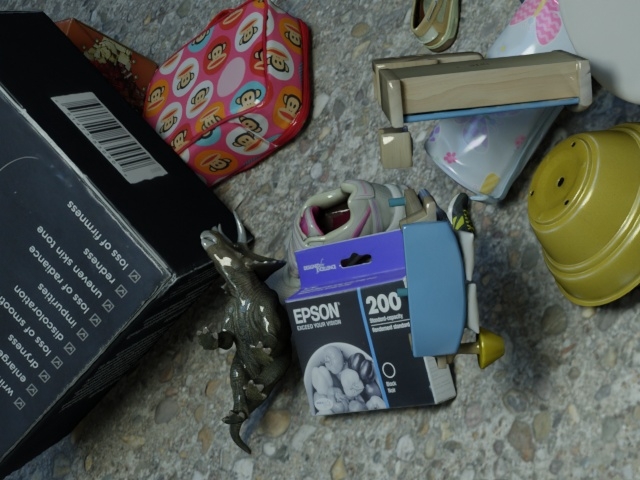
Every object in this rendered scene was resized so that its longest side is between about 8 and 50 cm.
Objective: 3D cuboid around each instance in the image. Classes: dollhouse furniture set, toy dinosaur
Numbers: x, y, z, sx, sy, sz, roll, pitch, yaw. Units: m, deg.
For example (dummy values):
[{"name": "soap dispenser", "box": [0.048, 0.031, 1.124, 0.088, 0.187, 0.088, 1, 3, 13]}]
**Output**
[{"name": "dollhouse furniture set", "box": [0.173, -0.043, 1.417, 0.286, 0.198, 0.303, -96, 1, -77]}, {"name": "toy dinosaur", "box": [-0.077, 0.134, 1.673, 0.121, 0.314, 0.160, 0, 30, 24]}]

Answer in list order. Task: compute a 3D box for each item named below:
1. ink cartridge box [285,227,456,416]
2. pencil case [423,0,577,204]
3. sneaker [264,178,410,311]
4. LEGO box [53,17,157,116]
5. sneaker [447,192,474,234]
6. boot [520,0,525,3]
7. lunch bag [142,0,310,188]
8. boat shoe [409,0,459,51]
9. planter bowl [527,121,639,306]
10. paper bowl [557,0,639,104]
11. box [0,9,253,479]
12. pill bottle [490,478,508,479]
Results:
[{"name": "ink cartridge box", "box": [0.049, 0.100, 1.577, 0.206, 0.045, 0.208, -13, 90, 44]}, {"name": "pencil case", "box": [0.240, -0.175, 1.534, 0.124, 0.113, 0.273, 42, 104, 19]}, {"name": "sneaker", "box": [0.000, 0.000, 1.702, 0.252, 0.111, 0.103, -44, 43, 23]}, {"name": "LEGO box", "box": [-0.548, -0.159, 2.322, 0.500, 0.193, 0.373, -1, 70, 47]}, {"name": "sneaker", "box": [0.172, -0.017, 1.592, 0.035, 0.031, 0.083, 4, 77, 34]}, {"name": "boot", "box": [0.257, -0.364, 1.646, 0.086, 0.069, 0.190, -40, 47, 22]}, {"name": "lunch bag", "box": [-0.147, -0.230, 1.978, 0.293, 0.120, 0.258, -27, 51, 37]}, {"name": "boat shoe", "box": [0.151, -0.348, 1.751, 0.068, 0.072, 0.190, -19, 57, 41]}, {"name": "planter bowl", "box": [0.283, -0.046, 1.390, 0.217, 0.090, 0.217, -47, 30, 38]}, {"name": "paper bowl", "box": [0.344, -0.248, 1.309, 0.148, 0.284, 0.284, -22, 39, -17]}, {"name": "box", "box": [-0.445, 0.006, 1.869, 0.480, 0.297, 0.472, 47, 111, 5]}, {"name": "pill bottle", "box": [0.091, 0.408, 1.315, 0.361, 0.204, 0.204, -43, 44, 24]}]
